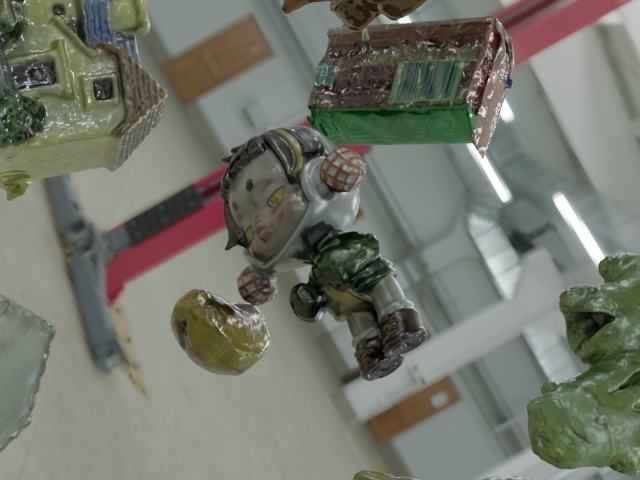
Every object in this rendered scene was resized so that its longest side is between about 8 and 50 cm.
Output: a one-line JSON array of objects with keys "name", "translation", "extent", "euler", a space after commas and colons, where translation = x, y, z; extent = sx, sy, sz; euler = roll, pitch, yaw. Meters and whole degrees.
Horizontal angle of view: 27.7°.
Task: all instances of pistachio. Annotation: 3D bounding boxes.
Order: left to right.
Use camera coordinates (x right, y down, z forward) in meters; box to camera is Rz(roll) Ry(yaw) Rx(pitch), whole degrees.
[{"name": "pistachio", "translation": [-0.135, 0.127, 1.731], "extent": [0.189, 0.100, 0.110], "euler": [29, 38, -64]}]

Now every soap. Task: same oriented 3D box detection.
[{"name": "soap", "translation": [0.118, -0.211, 1.760], "extent": [0.098, 0.273, 0.218], "euler": [53, 48, -44]}]

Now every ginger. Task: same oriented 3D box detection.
[{"name": "ginger", "translation": [0.285, 0.116, 1.269], "extent": [0.137, 0.290, 0.089], "euler": [37, -38, -14]}]

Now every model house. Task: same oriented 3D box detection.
[{"name": "model house", "translation": [-0.362, -0.250, 1.842], "extent": [0.261, 0.266, 0.321], "euler": [131, -51, -74]}]

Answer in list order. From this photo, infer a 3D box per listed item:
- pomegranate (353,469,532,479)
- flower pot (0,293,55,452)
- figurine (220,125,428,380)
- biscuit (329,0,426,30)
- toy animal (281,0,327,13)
[{"name": "pomegranate", "translation": [0.158, 0.345, 1.408], "extent": [0.276, 0.222, 0.204], "euler": [28, -8, 25]}, {"name": "flower pot", "translation": [-0.418, 0.126, 1.341], "extent": [0.189, 0.209, 0.239], "euler": [27, -10, 19]}, {"name": "figurine", "translation": [0.000, 0.000, 1.640], "extent": [0.167, 0.281, 0.370], "euler": [-9, 57, -44]}, {"name": "biscuit", "translation": [0.149, -0.395, 1.540], "extent": [0.074, 0.381, 0.359], "euler": [44, 24, -16]}, {"name": "toy animal", "translation": [-0.023, -0.261, 1.026], "extent": [0.284, 0.225, 0.302], "euler": [28, -3, 22]}]
